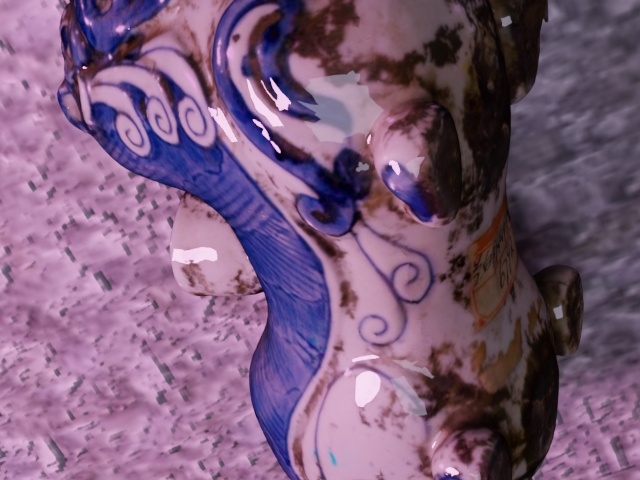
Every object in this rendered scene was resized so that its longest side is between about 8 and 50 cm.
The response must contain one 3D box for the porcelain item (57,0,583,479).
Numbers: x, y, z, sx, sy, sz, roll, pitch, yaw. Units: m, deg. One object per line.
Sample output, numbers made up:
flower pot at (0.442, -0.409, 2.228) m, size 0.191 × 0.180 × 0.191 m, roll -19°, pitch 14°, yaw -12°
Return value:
porcelain item at (0.000, 0.000, 0.437) m, size 0.186 × 0.138 × 0.288 m, roll 5°, pitch 130°, yaw 30°
